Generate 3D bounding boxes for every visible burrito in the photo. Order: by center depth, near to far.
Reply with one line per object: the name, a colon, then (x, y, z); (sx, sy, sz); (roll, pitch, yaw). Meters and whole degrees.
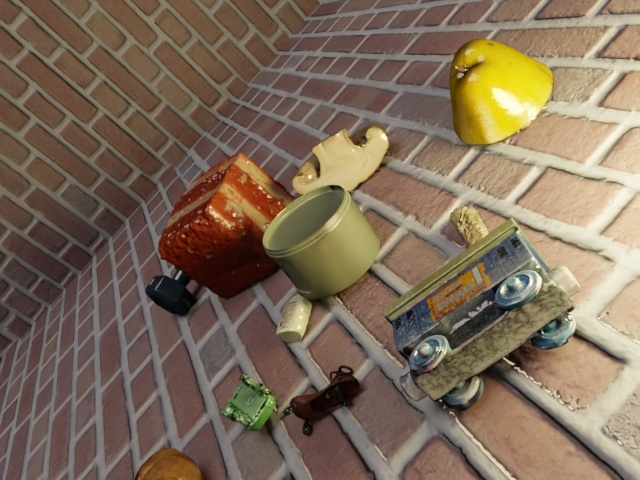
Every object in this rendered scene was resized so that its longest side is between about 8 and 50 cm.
burrito: (0.285, -0.008, 1.083); (0.051, 0.042, 0.171); (-29, 33, 13)

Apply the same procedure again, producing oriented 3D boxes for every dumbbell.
dumbbell: (-0.416, 0.078, 1.882); (0.144, 0.156, 0.316); (16, 63, 27)

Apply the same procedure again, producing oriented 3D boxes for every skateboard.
skateboard: (0.008, 0.287, 1.091); (0.151, 0.067, 0.080); (-33, 20, 16)

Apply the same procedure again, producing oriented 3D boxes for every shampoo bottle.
shampoo bottle: (-0.053, 0.157, 1.352); (0.077, 0.045, 0.152); (-23, 38, 39)

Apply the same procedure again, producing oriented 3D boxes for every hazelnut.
hazelnut: (-0.308, 0.505, 1.192); (0.143, 0.143, 0.154); (-48, 19, 0)

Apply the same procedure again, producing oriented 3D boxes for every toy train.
toy train: (0.241, 0.118, 0.902); (0.300, 0.131, 0.202); (-38, 22, 17)
toy train: (-0.144, 0.341, 1.219); (0.149, 0.081, 0.099); (8, 60, 52)

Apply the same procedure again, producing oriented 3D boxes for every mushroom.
mushroom: (0.054, -0.222, 1.597); (0.286, 0.156, 0.151); (-29, 19, 11)

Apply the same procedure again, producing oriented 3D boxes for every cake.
cake: (-0.256, -0.055, 1.678); (0.270, 0.269, 0.319); (-28, 34, 34)

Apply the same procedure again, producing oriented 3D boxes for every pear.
pear: (0.361, -0.351, 1.280); (0.267, 0.178, 0.267); (-31, 32, 22)

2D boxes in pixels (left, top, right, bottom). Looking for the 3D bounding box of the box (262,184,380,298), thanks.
box: (0.000, 0.000, 1.326); (0.226, 0.149, 0.226); (-29, 27, 16)
